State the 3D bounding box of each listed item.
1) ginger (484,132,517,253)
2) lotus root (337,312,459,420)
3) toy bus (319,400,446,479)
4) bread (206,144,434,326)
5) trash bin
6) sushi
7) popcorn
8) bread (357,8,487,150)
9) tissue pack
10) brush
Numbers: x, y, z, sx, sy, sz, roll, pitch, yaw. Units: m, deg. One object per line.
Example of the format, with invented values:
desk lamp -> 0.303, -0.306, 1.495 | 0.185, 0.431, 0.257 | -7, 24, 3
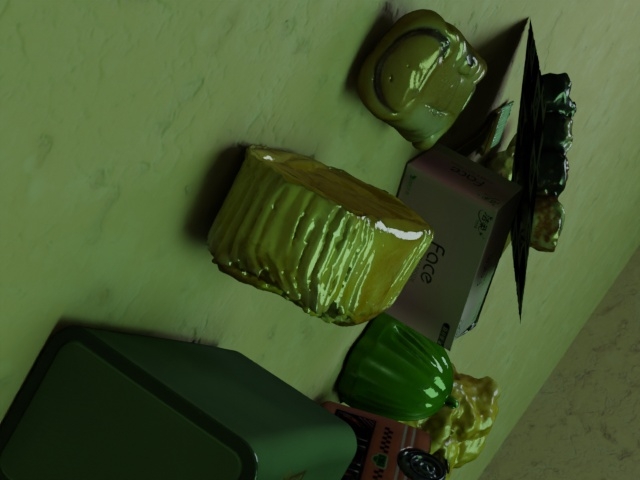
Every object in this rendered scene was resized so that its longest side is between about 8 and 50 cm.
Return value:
ginger -> 0.302, -0.066, 1.871 | 0.118, 0.065, 0.299 | -43, 157, -22
lotus root -> 0.141, 0.214, 1.739 | 0.186, 0.186, 0.186 | -47, 156, -29
toy bus -> 0.025, 0.413, 1.523 | 0.427, 0.233, 0.203 | -64, 175, -63
bread -> 0.000, 0.000, 1.126 | 0.133, 0.179, 0.250 | -59, 160, 13
trash bin -> -0.112, 0.198, 1.084 | 0.158, 0.223, 0.343 | -61, 160, 6
sushi -> 0.313, -0.105, 1.541 | 0.339, 0.069, 0.320 | -78, 170, -61
popcorn -> 0.180, 0.304, 1.930 | 0.253, 0.191, 0.190 | -42, 140, -19
bread -> 0.115, -0.182, 1.272 | 0.134, 0.081, 0.225 | -55, 161, 5
tissue pack -> 0.167, 0.010, 1.558 | 0.092, 0.148, 0.246 | -34, 146, -46
brush -> 0.226, -0.142, 1.670 | 0.218, 0.010, 0.082 | -35, 149, -44
